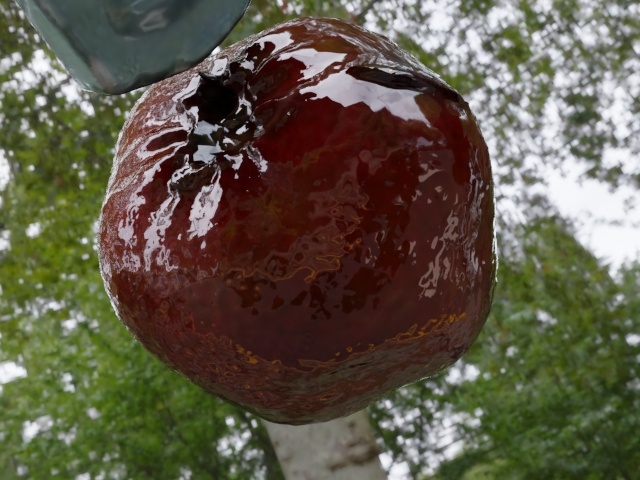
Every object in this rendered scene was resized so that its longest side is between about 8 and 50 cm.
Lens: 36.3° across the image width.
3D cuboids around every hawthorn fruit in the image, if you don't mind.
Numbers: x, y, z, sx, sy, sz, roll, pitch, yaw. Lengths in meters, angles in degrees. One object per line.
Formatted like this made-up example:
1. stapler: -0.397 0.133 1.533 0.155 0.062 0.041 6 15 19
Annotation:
1. hawthorn fruit: 0.000 0.000 0.679 0.265 0.265 0.307 -30 -36 13

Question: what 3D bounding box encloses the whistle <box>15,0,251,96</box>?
1. whistle: -0.152 -0.265 0.457 0.168 0.188 0.405 -47 -31 -32
